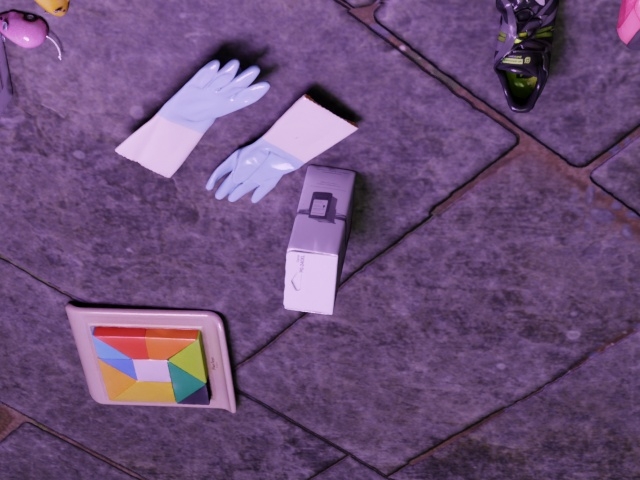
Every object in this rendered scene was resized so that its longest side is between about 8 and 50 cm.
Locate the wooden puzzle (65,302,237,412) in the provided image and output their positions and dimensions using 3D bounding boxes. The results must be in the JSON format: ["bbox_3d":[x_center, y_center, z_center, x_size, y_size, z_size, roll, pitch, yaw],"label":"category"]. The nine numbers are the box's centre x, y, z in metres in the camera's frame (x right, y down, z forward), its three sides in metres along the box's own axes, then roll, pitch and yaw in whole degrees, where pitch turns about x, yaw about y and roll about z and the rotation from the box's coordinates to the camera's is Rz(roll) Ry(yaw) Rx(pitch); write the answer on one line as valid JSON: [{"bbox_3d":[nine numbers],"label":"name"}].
[{"bbox_3d":[-0.249,0.182,1.830,0.239,0.044,0.221,5,136,8],"label":"wooden puzzle"}]

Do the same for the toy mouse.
[{"bbox_3d":[-0.353,-0.264,1.403,0.143,0.031,0.161,-1,135,14],"label":"toy mouse"}]

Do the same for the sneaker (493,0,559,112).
[{"bbox_3d":[0.215,-0.213,1.294,0.067,0.078,0.188,2,135,11],"label":"sneaker"}]

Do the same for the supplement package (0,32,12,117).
[{"bbox_3d":[-0.470,-0.189,1.454,0.179,0.105,0.105,7,137,4],"label":"supplement package"}]

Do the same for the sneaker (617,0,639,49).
[{"bbox_3d":[0.303,-0.329,1.153,0.136,0.116,0.313,16,130,11],"label":"sneaker"}]

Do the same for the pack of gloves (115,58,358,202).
[{"bbox_3d":[-0.101,-0.136,1.486,0.195,0.046,0.232,26,139,-30],"label":"pack of gloves"}]

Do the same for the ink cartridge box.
[{"bbox_3d":[0.000,0.000,1.509,0.063,0.150,0.109,8,137,4],"label":"ink cartridge box"}]
